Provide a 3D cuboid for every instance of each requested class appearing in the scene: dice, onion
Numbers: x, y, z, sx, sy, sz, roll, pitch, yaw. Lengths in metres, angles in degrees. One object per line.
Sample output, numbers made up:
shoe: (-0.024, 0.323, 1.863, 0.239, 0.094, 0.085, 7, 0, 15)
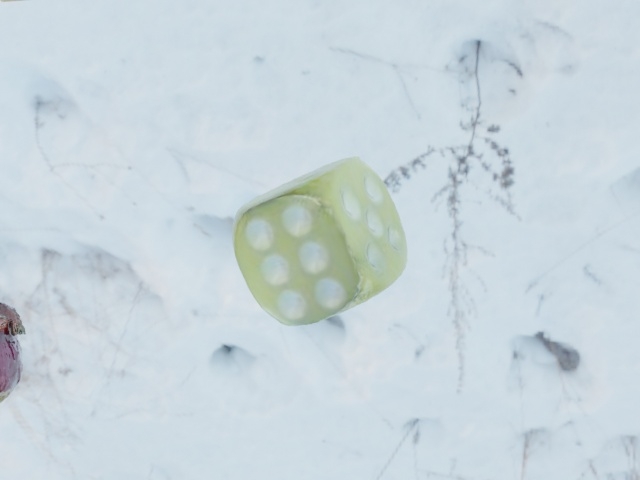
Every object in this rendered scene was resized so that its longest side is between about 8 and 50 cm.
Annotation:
dice: (0.000, 0.000, 1.140, 0.166, 0.169, 0.169, -21, 98, 30)
onion: (-0.256, 0.074, 0.629, 0.097, 0.107, 0.107, -30, 123, 0)
